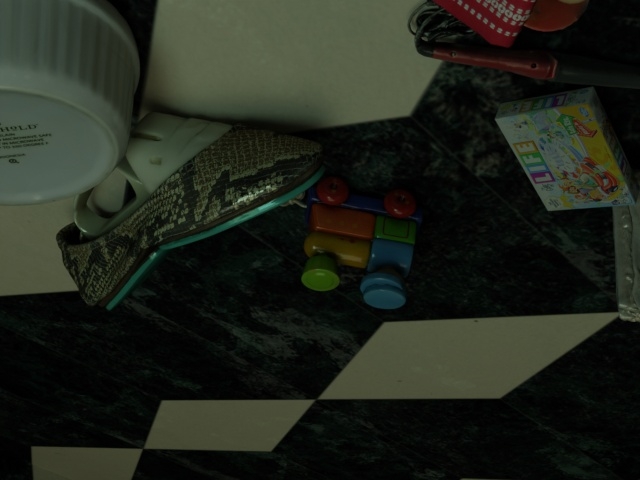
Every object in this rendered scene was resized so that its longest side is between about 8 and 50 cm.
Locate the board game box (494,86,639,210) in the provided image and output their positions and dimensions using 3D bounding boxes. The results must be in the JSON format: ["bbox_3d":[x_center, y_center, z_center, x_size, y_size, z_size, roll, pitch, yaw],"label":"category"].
[{"bbox_3d":[0.271,-0.094,0.788,0.103,0.026,0.154,-3,140,43],"label":"board game box"}]

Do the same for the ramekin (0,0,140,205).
[{"bbox_3d":[-0.320,-0.141,0.746,0.273,0.127,0.273,-9,155,-4],"label":"ramekin"}]

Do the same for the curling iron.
[{"bbox_3d":[0.219,-0.181,0.707,0.274,0.035,0.068,14,144,-5],"label":"curling iron"}]

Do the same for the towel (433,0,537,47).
[{"bbox_3d":[0.080,-0.262,0.379,0.199,0.031,0.275,43,147,17],"label":"towel"}]

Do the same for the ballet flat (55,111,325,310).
[{"bbox_3d":[-0.209,-0.052,0.913,0.483,0.164,0.182,-27,104,42],"label":"ballet flat"}]

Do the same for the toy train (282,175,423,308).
[{"bbox_3d":[0.000,0.000,0.918,0.248,0.143,0.105,11,144,-1],"label":"toy train"}]

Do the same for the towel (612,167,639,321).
[{"bbox_3d":[0.462,0.004,0.775,0.282,0.187,0.049,-2,156,15],"label":"towel"}]

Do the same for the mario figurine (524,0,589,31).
[{"bbox_3d":[0.201,-0.242,0.469,0.198,0.170,0.320,35,151,-1],"label":"mario figurine"}]
